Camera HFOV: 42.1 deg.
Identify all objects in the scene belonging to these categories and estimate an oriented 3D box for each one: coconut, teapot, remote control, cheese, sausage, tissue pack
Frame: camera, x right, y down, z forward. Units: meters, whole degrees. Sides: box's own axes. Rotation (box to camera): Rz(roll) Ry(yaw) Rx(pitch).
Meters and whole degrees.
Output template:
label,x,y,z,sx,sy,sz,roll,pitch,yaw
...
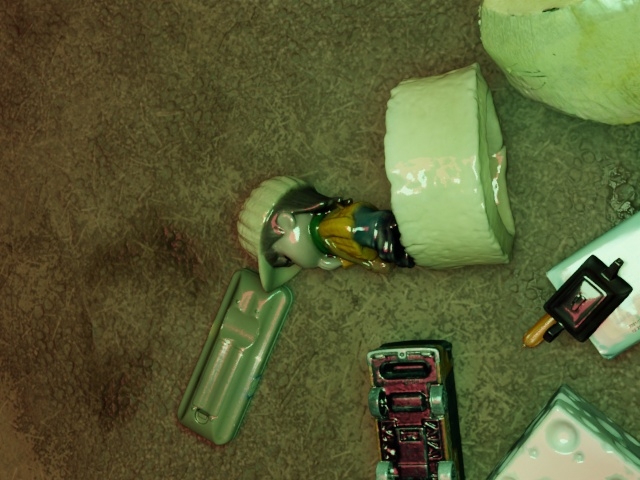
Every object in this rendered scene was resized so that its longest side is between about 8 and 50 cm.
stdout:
label,x,y,z,sx,sy,sz,roll,pitch,yaw
coconut,0.451,-0.355,1.240,0.404,0.404,0.405,0,90,19
teapot,0.409,0.094,1.294,0.087,0.096,0.177,45,109,19
remote control,-0.170,0.223,1.599,0.128,0.065,0.335,25,97,20
cheese,0.220,-0.106,1.346,0.153,0.332,0.292,-6,61,19
sausage,0.384,0.148,1.424,0.031,0.031,0.107,45,103,14
tissue pack,0.526,0.052,1.347,0.263,0.089,0.177,-37,75,17

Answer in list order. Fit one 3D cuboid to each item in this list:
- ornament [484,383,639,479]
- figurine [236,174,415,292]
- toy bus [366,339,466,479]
label,x,y,z,sx,sy,sz,roll,pitch,yaw
ornament,0.401,0.404,1.306,0.239,0.239,0.240,38,101,16
figurine,0.008,-0.029,1.463,0.332,0.185,0.205,-12,72,28
toy bus,0.168,0.309,1.430,0.138,0.167,0.275,-6,92,19
